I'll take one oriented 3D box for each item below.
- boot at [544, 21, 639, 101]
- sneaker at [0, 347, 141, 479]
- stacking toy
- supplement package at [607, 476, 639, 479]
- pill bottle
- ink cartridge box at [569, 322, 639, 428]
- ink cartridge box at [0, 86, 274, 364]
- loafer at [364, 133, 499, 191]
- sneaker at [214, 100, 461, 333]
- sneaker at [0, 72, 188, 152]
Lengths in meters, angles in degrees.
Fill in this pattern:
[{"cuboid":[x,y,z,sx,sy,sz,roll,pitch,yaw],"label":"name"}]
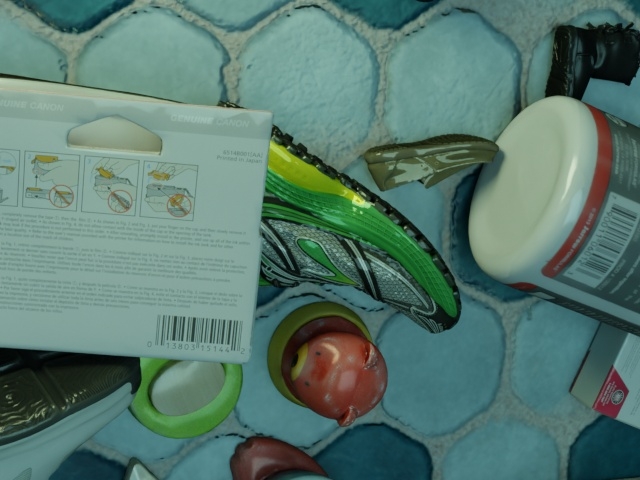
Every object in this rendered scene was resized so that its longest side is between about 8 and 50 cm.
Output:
[{"cuboid":[0.303,-0.185,1.688,0.099,0.045,0.121,-1,104,-25],"label":"boot"},{"cuboid":[-0.366,0.269,1.529,0.447,0.169,0.258,-26,128,-17],"label":"sneaker"},{"cuboid":[-0.070,0.222,1.605,0.279,0.130,0.309,6,100,-20],"label":"stacking toy"},{"cuboid":[0.328,0.378,1.736,0.261,0.204,0.145,-2,104,-18],"label":"supplement package"},{"cuboid":[0.362,0.000,1.658,0.362,0.210,0.210,21,95,-22],"label":"pill bottle"},{"cuboid":[0.385,0.164,1.782,0.150,0.063,0.109,23,94,-22],"label":"ink cartridge box"},{"cuboid":[-0.202,-0.019,1.463,0.296,0.066,0.261,5,109,-7],"label":"ink cartridge box"},{"cuboid":[0.120,-0.083,1.642,0.148,0.056,0.050,-6,105,-7],"label":"loafer"},{"cuboid":[0.000,0.000,1.593,0.343,0.134,0.146,33,97,-14],"label":"sneaker"},{"cuboid":[-0.270,-0.096,1.475,0.290,0.106,0.123,8,97,-22],"label":"sneaker"}]
